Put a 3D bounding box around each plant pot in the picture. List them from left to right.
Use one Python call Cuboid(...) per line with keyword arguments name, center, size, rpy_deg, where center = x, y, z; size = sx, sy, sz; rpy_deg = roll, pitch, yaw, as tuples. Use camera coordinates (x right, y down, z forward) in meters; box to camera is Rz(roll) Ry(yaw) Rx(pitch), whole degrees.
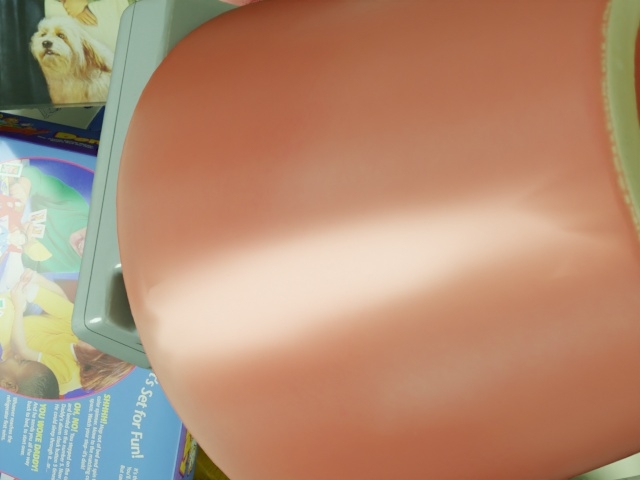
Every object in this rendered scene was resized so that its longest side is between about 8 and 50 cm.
Cuboid(name="plant pot", center=(0.088, -0.012, 0.729), size=(0.243, 0.275, 0.275), rpy_deg=(-17, 102, 44))

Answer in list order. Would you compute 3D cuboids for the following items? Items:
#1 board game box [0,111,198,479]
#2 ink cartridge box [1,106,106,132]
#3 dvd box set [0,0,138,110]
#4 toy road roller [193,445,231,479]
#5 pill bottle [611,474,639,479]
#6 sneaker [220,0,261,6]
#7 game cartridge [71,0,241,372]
Cuboid(name="board game box", center=(-0.203, 0.090, 1.250), size=(0.233, 0.078, 0.347), rpy_deg=(12, 105, 6))
Cuboid(name="ink cartridge box", center=(-0.215, -0.088, 1.358), size=(0.207, 0.046, 0.097), rpy_deg=(13, 152, 44))
Cuboid(name="dvd box set", center=(-0.215, -0.266, 1.015), size=(0.062, 0.307, 0.420), rpy_deg=(-86, -8, -50))
Cuboid(name="toy road roller", center=(-0.198, 0.184, 1.418), size=(0.329, 0.202, 0.240), rpy_deg=(-42, 93, 20))
Cuboid(name="pill bottle", center=(0.193, 0.246, 0.912), size=(0.124, 0.124, 0.221), rpy_deg=(-18, 84, 64))
Cuboid(name="sneaker", center=(-0.010, -0.056, 1.072), size=(0.136, 0.116, 0.314), rpy_deg=(30, 150, 29))
Cuboid(name="game cartridge", center=(0.000, 0.000, 0.867), size=(0.062, 0.297, 0.198), rpy_deg=(-18, 58, 37))
